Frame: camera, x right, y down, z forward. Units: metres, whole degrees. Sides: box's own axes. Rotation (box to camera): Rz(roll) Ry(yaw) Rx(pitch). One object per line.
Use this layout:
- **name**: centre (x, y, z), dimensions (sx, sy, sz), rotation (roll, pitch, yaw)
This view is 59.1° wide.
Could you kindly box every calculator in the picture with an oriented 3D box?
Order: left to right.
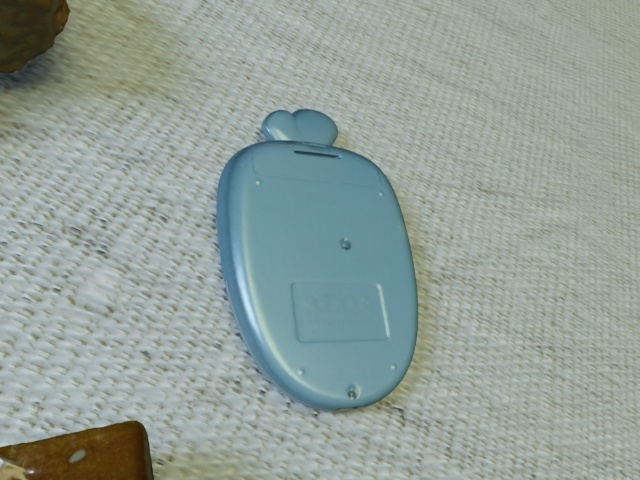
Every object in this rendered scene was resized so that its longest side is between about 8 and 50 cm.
- **calculator**: centre (0.000, 0.000, 0.517), dimensions (0.188, 0.042, 0.303), rotation (2, 66, -25)

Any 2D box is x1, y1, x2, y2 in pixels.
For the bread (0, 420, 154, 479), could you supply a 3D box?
- **bread**: centre (-0.163, 0.225, 0.269), dimensions (0.184, 0.110, 0.234), rotation (-4, 66, -27)

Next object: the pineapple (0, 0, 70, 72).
- **pineapple**: centre (-0.307, -0.298, 0.463), dimensions (0.169, 0.169, 0.341), rotation (-5, 64, -29)
